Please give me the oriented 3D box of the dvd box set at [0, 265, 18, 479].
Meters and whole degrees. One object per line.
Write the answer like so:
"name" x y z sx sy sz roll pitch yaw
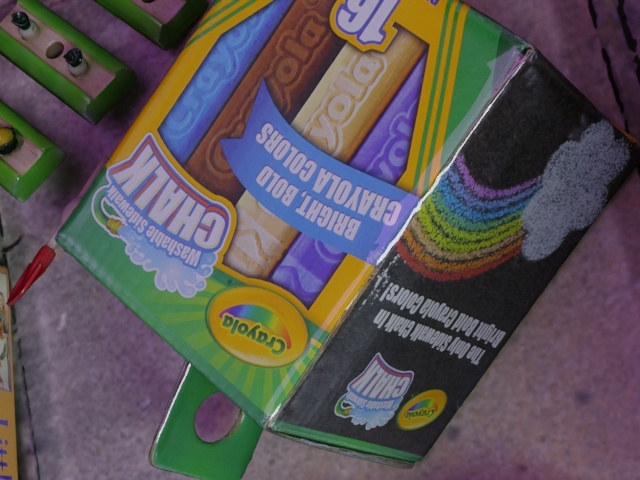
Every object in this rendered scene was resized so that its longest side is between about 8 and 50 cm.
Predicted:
"dvd box set" -0.329 0.243 1.110 0.307 0.062 0.421 -16 70 26

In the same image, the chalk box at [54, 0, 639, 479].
"chalk box" 0.000 0.000 0.915 0.179 0.180 0.289 40 97 31

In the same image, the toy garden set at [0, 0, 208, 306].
"toy garden set" -0.164 -0.076 1.068 0.204 0.049 0.244 37 81 32
